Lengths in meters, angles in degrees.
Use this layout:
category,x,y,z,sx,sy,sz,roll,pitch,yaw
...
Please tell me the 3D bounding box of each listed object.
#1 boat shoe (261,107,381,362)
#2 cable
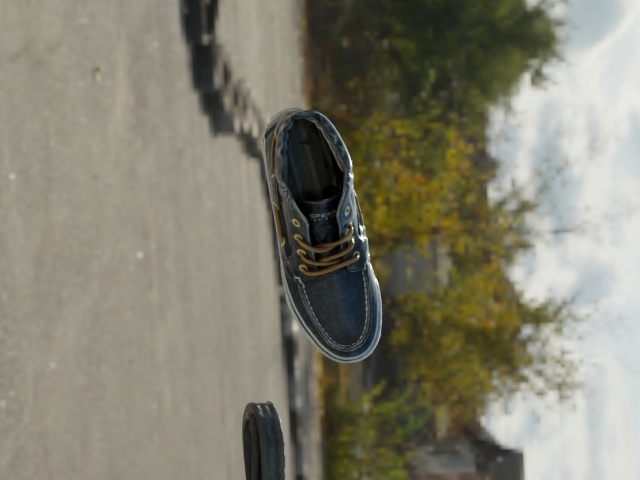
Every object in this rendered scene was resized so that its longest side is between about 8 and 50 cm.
category,x,y,z,sx,sy,sz,roll,pitch,yaw
boat shoe,0.000,0.000,0.982,0.083,0.065,0.183,-149,-137,-83
cable,-0.026,0.282,1.286,0.139,0.072,0.287,100,-13,-45
